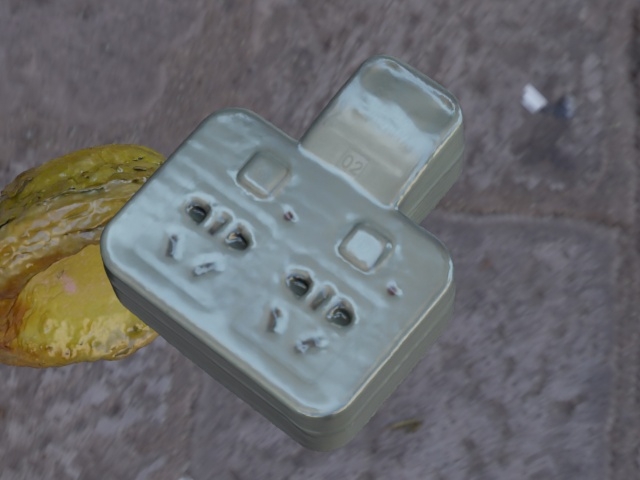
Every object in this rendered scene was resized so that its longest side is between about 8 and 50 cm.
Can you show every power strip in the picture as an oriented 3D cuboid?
[{"bbox_3d":[0.000,0.000,1.332,0.229,0.141,0.261,36,72,17],"label":"power strip"}]

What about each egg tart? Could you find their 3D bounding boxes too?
[{"bbox_3d":[-0.194,0.003,1.549,0.294,0.294,0.123,-18,66,-18],"label":"egg tart"}]
